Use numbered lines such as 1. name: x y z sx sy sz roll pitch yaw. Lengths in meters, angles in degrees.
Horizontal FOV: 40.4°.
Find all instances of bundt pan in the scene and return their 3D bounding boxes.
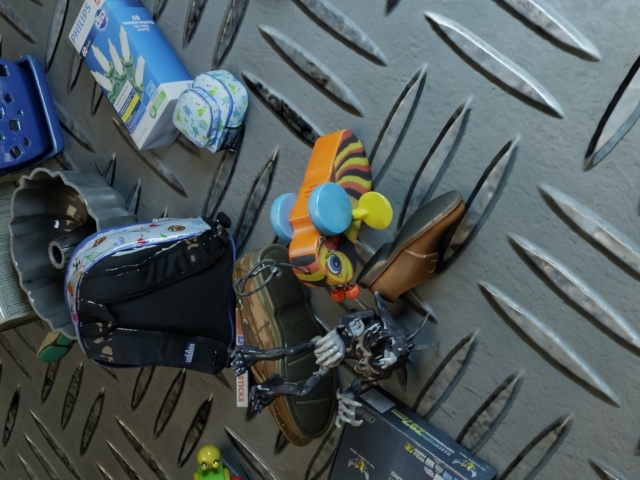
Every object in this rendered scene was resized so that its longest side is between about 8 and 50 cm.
1. bundt pan: -0.453 0.014 1.656 0.330 0.124 0.331 14 112 38

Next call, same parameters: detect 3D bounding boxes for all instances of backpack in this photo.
1. backpack: -0.286 0.082 1.433 0.213 0.263 0.277 25 118 55
2. backpack: -0.172 -0.206 1.371 0.105 0.084 0.114 41 123 23

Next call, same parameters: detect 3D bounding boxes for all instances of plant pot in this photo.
1. plant pot: -0.650 -0.232 1.698 0.236 0.212 0.236 -14 93 43

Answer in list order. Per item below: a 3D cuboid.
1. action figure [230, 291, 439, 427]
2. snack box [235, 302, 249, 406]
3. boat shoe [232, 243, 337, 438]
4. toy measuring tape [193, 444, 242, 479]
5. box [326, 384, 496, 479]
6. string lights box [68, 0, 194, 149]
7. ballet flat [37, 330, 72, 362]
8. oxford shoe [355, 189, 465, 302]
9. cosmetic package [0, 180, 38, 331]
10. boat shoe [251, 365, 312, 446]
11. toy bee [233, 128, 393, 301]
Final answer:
1. action figure: 0.025 0.175 1.206 0.275 0.141 0.164 -14 113 12
2. snack box: -0.130 0.187 1.464 0.022 0.064 0.178 1 107 -1
3. boat shoe: -0.060 0.162 1.374 0.104 0.110 0.307 -21 79 48
4. toy measuring tape: -0.185 0.524 1.571 0.121 0.121 0.330 11 113 39
5. box: 0.127 0.353 1.286 0.232 0.059 0.183 33 123 31
6. string lights box: -0.316 -0.298 1.476 0.260 0.076 0.133 55 132 15
7. ballet flat: -0.557 0.207 1.862 0.168 0.057 0.052 -38 49 38
8. oxford shoe: 0.137 0.011 1.184 0.076 0.076 0.212 37 131 -5
9. cosmetic package: -0.692 0.039 1.856 0.129 0.153 0.296 -27 83 42
10. boat shoe: -0.062 0.256 1.431 0.178 0.064 0.060 61 163 11
11. toy bee: 0.000 0.000 1.198 0.162 0.298 0.195 49 161 -29
